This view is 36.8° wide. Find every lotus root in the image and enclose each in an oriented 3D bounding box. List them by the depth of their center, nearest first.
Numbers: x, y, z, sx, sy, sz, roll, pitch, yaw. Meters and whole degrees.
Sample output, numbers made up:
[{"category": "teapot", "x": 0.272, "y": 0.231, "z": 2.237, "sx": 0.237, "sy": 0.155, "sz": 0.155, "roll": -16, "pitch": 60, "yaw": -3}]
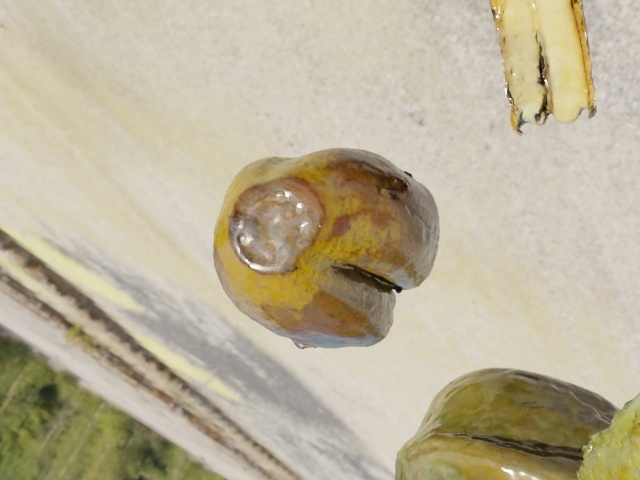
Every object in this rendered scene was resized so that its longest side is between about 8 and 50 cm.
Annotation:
[{"category": "lotus root", "x": 0.000, "y": 0.001, "z": 0.877, "sx": 0.199, "sy": 0.188, "sz": 0.180, "roll": -4, "pitch": 171, "yaw": 15}]

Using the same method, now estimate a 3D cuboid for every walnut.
[{"category": "walnut", "x": 0.194, "y": 0.235, "z": 0.822, "sx": 0.283, "sy": 0.227, "sz": 0.283, "roll": 20, "pitch": 162, "yaw": 7}]

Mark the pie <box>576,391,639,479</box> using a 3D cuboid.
[{"category": "pie", "x": 0.253, "y": 0.203, "z": 0.477, "sx": 0.288, "sy": 0.103, "sz": 0.355, "roll": 55, "pitch": 153, "yaw": 36}]

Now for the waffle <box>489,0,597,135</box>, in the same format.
[{"category": "waffle", "x": 0.205, "y": -0.279, "z": 0.936, "sx": 0.091, "sy": 0.213, "sz": 0.308, "roll": -9, "pitch": 110, "yaw": 15}]
